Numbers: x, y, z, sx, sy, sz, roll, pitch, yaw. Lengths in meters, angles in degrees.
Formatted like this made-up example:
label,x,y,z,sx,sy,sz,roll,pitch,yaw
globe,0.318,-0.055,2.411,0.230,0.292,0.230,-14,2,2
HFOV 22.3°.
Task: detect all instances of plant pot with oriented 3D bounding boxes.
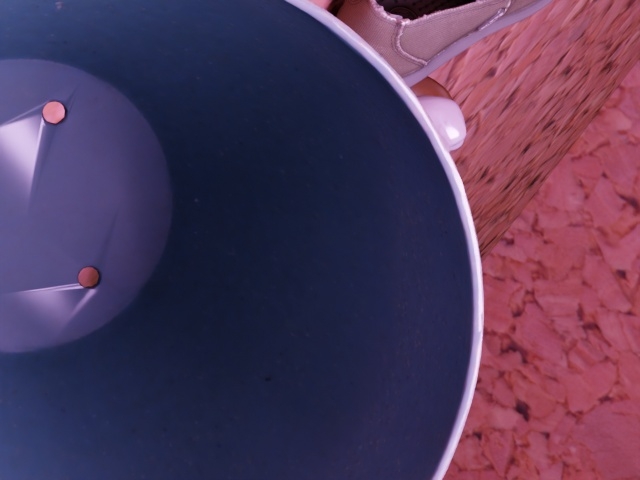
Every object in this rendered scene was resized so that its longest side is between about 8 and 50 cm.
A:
label,x,y,z,sx,sy,sz,roll,pitch,yaw
plant pot,-0.107,0.015,0.642,0.290,0.290,0.195,-48,-155,2

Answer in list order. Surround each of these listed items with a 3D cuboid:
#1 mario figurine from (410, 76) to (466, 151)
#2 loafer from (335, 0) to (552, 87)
label,x,y,z,sx,sy,sz,roll,pitch,yaw
mario figurine,0.000,0.000,1.109,0.320,0.170,0.198,-44,140,-53
loafer,0.109,-0.189,1.091,0.251,0.094,0.087,-43,172,-23
